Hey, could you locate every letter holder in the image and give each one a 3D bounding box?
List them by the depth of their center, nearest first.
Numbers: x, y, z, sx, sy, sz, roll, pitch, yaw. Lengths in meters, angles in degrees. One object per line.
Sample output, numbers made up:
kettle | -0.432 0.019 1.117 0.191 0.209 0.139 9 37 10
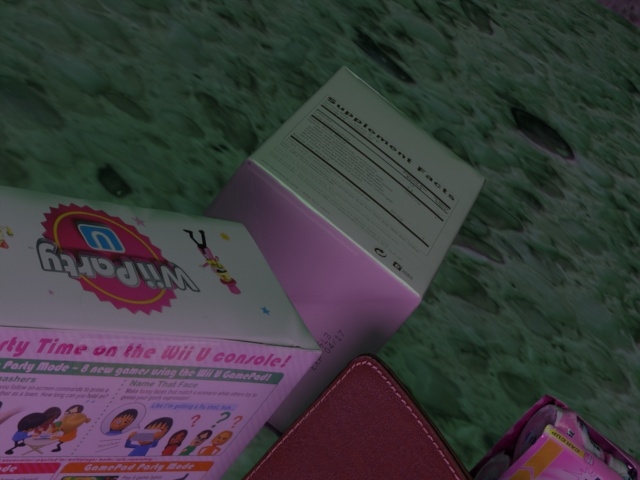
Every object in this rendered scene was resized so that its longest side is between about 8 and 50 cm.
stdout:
letter holder | 0.085 0.245 0.994 0.152 0.214 0.302 12 37 -43

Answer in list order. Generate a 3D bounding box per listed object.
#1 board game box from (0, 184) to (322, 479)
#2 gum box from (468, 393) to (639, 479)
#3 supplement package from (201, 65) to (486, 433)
board game box | -0.176 0.117 0.753 0.224 0.303 0.097 9 39 -47
gum box | 0.159 0.214 1.170 0.107 0.188 0.062 36 26 -8
supplement package | 0.000 0.000 1.316 0.175 0.177 0.293 39 25 -1
